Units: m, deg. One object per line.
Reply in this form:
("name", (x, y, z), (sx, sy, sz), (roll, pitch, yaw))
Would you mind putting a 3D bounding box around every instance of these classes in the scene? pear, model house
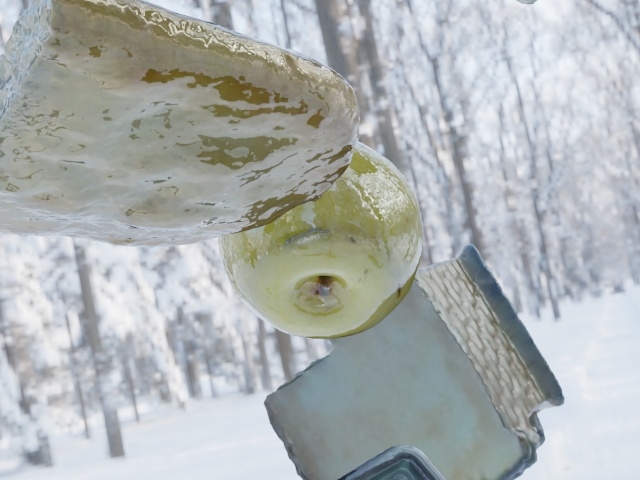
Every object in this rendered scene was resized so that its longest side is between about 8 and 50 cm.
("pear", (0.000, 0.000, 1.785), (0.309, 0.309, 0.309), (-11, -6, -1))
("model house", (0.204, 0.274, 2.284), (0.445, 0.395, 0.400), (-39, -9, 32))

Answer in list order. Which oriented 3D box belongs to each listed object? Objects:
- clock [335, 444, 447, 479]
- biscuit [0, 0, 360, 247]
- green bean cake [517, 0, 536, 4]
("clock", (0.069, 0.376, 1.302), (0.273, 0.279, 0.049), (-26, -32, -26))
("biscuit", (-0.180, -0.089, 1.308), (0.446, 0.104, 0.429), (12, -31, -38))
("green bean cake", (0.266, -0.506, 1.907), (0.236, 0.232, 0.124), (33, 14, 30))
